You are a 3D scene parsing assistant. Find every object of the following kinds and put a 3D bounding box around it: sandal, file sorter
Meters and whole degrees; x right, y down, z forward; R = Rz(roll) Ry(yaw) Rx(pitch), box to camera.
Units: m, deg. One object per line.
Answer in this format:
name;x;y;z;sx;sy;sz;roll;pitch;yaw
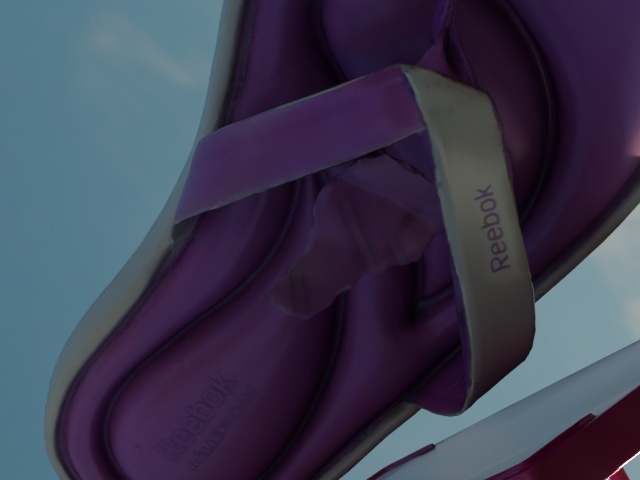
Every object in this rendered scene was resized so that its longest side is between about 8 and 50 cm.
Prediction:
sandal;0.014;0.006;0.645;0.169;0.416;0.102;23;-139;-8
file sorter;0.094;0.169;0.729;0.202;0.290;0.182;-27;-95;-43
